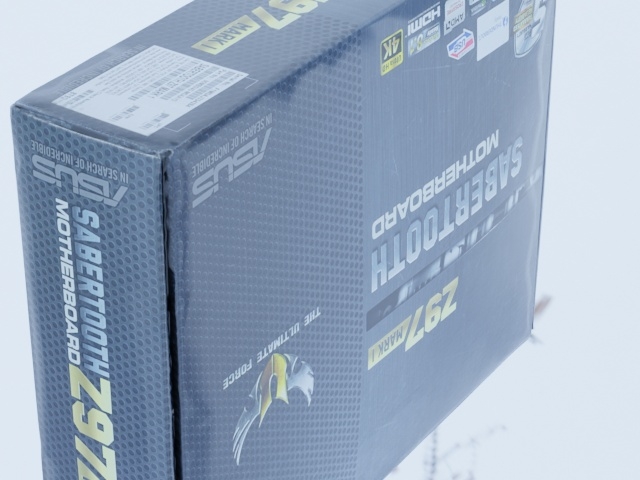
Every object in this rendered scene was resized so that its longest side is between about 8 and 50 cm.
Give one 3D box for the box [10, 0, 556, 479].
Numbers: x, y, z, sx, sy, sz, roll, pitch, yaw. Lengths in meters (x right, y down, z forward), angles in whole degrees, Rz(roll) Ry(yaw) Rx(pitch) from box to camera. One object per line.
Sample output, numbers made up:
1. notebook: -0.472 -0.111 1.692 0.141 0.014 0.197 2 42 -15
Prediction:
1. box: 0.000 0.000 0.610 0.059 0.233 0.183 20 -55 28
